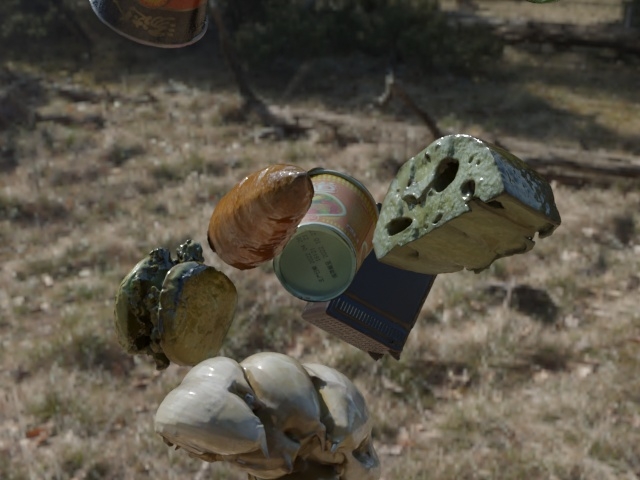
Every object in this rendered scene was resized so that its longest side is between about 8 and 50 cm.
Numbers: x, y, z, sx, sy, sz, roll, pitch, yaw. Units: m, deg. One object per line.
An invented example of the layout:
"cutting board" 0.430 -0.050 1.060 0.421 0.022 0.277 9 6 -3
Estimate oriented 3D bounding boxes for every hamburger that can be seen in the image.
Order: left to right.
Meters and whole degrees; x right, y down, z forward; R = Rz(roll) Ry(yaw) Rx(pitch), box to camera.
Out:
"hamburger" -0.202 0.081 1.565 0.131 0.159 0.185 11 70 31

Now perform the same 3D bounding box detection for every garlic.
"garlic" -0.039 0.220 1.375 0.203 0.281 0.185 -8 46 60

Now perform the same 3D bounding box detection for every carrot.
"carrot" -0.039 -0.025 0.931 0.072 0.072 0.205 -13 -6 -18

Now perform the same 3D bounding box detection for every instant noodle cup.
"instant noodle cup" -0.151 -0.278 1.129 0.127 0.136 0.127 14 43 -14
"instant noodle cup" 0.000 0.000 1.639 0.168 0.168 0.185 1 19 4

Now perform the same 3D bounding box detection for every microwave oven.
"microwave oven" 0.102 0.078 2.169 0.178 0.188 0.247 29 75 -10

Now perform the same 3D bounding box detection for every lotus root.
"lotus root" 0.176 -0.044 1.414 0.119 0.138 0.235 16 -24 -35

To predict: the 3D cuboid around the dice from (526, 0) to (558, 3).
"dice" 0.281 -0.389 1.494 0.128 0.120 0.131 16 42 1
